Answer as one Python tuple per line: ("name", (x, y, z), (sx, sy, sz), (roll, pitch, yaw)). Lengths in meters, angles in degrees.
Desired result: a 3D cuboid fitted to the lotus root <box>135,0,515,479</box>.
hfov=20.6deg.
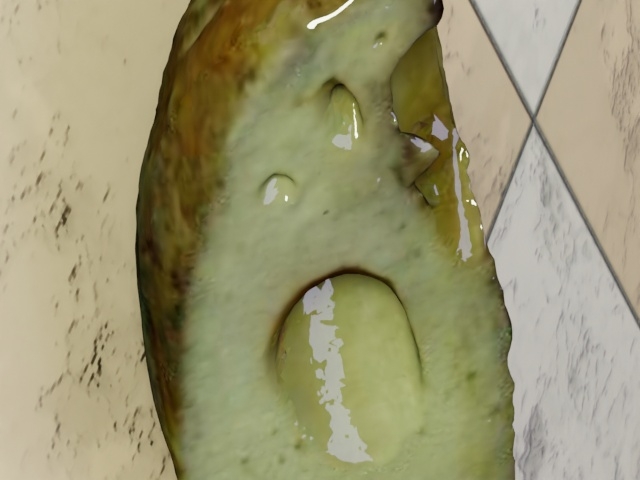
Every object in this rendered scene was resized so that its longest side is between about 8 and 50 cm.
("lotus root", (-0.005, 0.002, 0.717), (0.210, 0.142, 0.314), (-104, -175, -67))
